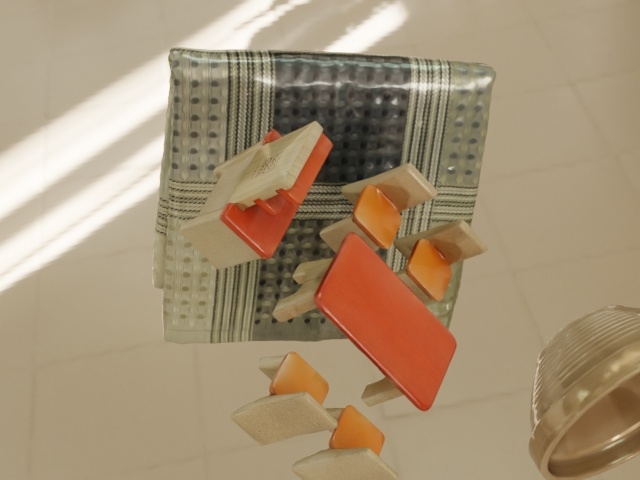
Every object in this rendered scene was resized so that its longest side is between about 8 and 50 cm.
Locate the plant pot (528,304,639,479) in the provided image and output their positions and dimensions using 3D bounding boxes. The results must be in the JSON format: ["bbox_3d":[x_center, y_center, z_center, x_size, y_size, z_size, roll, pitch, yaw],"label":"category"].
[{"bbox_3d":[0.310,0.146,1.356,0.237,0.237,0.110,-21,57,-14],"label":"plant pot"}]

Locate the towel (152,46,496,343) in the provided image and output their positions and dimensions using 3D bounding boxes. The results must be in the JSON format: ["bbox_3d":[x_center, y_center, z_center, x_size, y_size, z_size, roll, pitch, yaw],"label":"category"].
[{"bbox_3d":[-0.003,-0.036,1.239,0.312,0.324,0.056,0,32,-11],"label":"towel"}]

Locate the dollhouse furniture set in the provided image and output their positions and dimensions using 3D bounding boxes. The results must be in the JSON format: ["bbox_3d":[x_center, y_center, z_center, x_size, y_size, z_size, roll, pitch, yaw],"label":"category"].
[{"bbox_3d":[0.022,0.034,1.045,0.135,0.259,0.262,-19,34,45],"label":"dollhouse furniture set"}]
